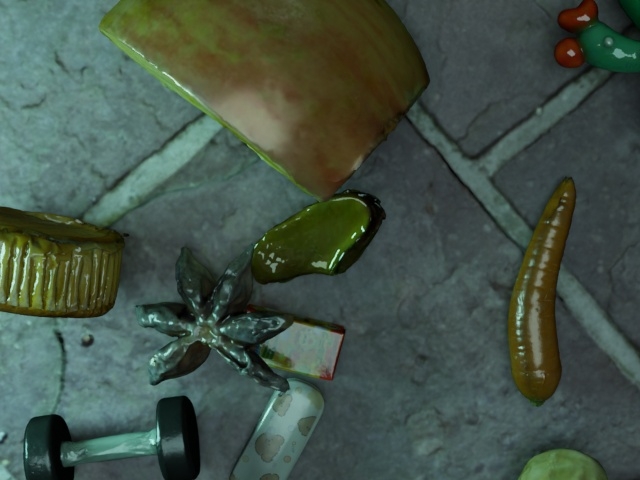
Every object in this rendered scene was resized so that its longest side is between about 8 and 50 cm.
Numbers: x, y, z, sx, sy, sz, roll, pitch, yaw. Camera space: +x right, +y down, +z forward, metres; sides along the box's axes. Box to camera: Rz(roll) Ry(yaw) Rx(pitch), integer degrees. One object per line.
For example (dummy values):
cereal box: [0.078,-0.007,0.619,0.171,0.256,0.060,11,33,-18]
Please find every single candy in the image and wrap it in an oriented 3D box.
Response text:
candy: [-0.035,0.120,1.358,0.122,0.038,0.062,14,96,-1]

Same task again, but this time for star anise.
star anise: [-0.129,0.088,1.320,0.208,0.063,0.171,1,90,25]

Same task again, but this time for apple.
apple: [-0.062,-0.193,1.247,0.309,0.314,0.252,43,137,-5]

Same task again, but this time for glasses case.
glasses case: [-0.052,0.240,1.371,0.063,0.041,0.164,29,96,-3]

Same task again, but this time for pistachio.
pistachio: [0.000,0.000,1.339,0.173,0.049,0.089,-28,103,13]

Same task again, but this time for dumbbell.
dumbbell: [-0.241,0.241,1.342,0.191,0.100,0.100,-8,97,0]

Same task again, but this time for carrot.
carrot: [0.255,0.060,1.345,0.066,0.062,0.271,4,93,33]

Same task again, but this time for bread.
bread: [-0.318,0.027,1.276,0.199,0.199,0.104,10,97,-1]

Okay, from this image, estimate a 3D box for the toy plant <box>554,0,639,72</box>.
toy plant: [0.437,-0.206,1.249,0.279,0.185,0.400,-34,76,35]

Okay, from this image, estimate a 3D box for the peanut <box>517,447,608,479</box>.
peanut: [0.300,0.394,1.342,0.152,0.152,0.312,-12,97,1]
